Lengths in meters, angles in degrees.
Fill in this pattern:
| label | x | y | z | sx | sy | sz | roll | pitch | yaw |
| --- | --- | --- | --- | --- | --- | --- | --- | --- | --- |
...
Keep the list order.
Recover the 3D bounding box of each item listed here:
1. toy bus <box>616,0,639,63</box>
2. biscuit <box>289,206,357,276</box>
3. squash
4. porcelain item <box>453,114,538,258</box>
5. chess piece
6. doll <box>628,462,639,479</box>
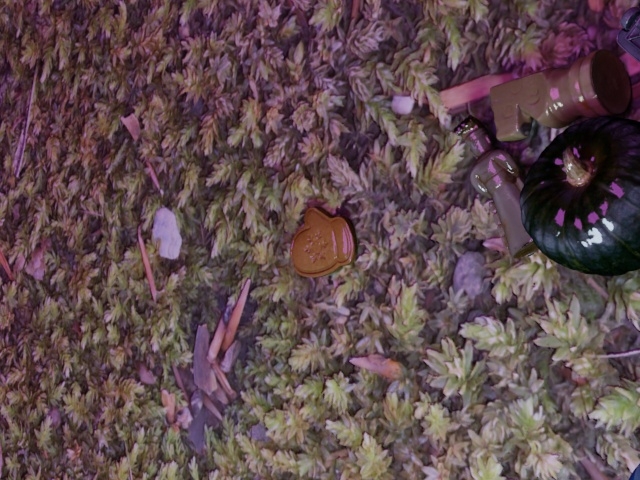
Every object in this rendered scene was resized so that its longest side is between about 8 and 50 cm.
| label | x | y | z | sx | sy | sz | roll | pitch | yaw |
| --- | --- | --- | --- | --- | --- | --- | --- | --- | --- |
| toy bus | 0.459 | -0.293 | 1.449 | 0.087 | 0.098 | 0.178 | 49 | 117 | 30 |
| biscuit | -0.001 | 0.000 | 1.910 | 0.140 | 0.023 | 0.118 | -28 | 71 | 39 |
| squash | 0.359 | -0.056 | 1.480 | 0.218 | 0.172 | 0.218 | -2 | 87 | 40 |
| porcelain item | 0.256 | -0.082 | 1.655 | 0.084 | 0.054 | 0.213 | -39 | 65 | 32 |
| chess piece | 0.316 | -0.194 | 1.594 | 0.200 | 0.090 | 0.090 | -12 | 81 | 49 |
| doll | 0.491 | 0.337 | 1.365 | 0.376 | 0.187 | 0.365 | 6 | 102 | 16 |
